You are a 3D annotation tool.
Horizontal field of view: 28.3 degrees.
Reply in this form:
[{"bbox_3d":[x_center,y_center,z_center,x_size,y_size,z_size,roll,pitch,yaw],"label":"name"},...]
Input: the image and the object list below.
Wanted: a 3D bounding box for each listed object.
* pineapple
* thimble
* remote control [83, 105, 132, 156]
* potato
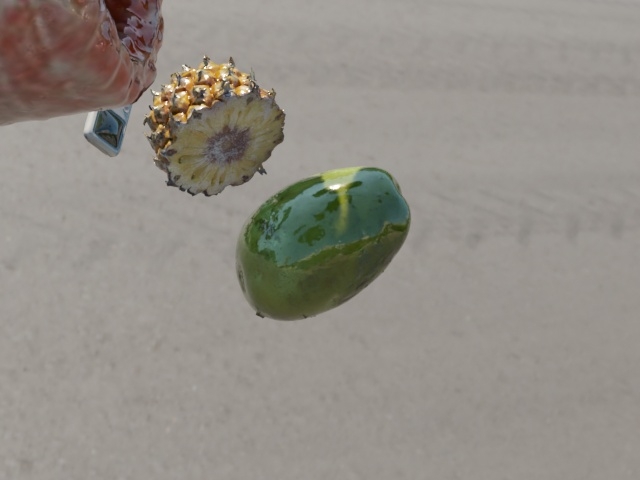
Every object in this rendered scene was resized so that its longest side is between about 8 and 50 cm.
[{"bbox_3d":[-0.139,-0.153,1.495,0.161,0.176,0.137,-28,58,-9],"label":"pineapple"},{"bbox_3d":[-0.213,-0.211,0.951,0.162,0.239,0.239,-4,26,9],"label":"thimble"},{"bbox_3d":[-0.296,-0.245,1.882,0.067,0.029,0.261,38,50,-40],"label":"remote control"},{"bbox_3d":[-0.001,0.001,2.023,0.216,0.304,0.216,51,15,-19],"label":"potato"}]
